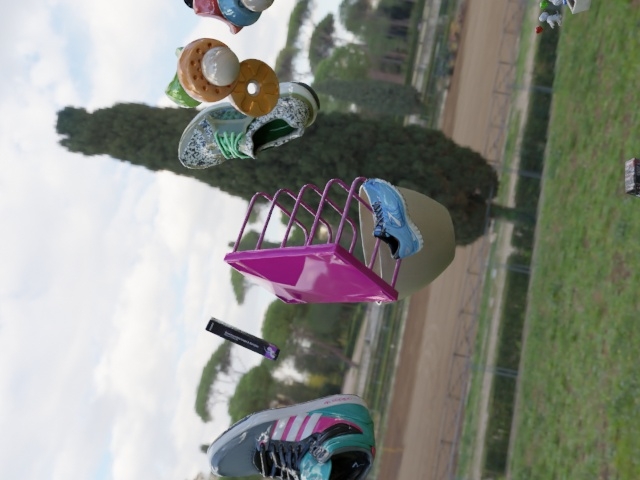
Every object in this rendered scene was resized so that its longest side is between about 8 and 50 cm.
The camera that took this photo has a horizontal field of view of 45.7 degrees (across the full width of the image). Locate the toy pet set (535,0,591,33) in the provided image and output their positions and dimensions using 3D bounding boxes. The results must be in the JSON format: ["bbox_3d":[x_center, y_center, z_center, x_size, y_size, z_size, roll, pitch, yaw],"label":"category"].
[{"bbox_3d":[0.471,-0.482,1.489,0.122,0.114,0.065,75,179,-66],"label":"toy pet set"}]

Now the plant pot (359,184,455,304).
[{"bbox_3d":[0.208,-0.001,1.783,0.284,0.190,0.284,173,90,-86],"label":"plant pot"}]

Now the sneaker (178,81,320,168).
[{"bbox_3d":[-0.200,-0.272,1.954,0.158,0.410,0.182,57,-157,-31],"label":"sneaker"}]

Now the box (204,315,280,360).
[{"bbox_3d":[-0.166,0.206,1.608,0.116,0.162,0.029,165,128,-82],"label":"box"}]

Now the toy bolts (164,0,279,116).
[{"bbox_3d":[-0.122,-0.321,1.243,0.158,0.218,0.229,4,82,55],"label":"toy bolts"}]

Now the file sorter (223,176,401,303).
[{"bbox_3d":[0.000,0.000,1.497,0.202,0.290,0.182,39,-122,-40],"label":"file sorter"}]

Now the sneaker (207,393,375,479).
[{"bbox_3d":[-0.036,0.374,1.271,0.178,0.295,0.124,-121,17,-60],"label":"sneaker"}]

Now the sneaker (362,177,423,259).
[{"bbox_3d":[0.121,-0.038,1.368,0.073,0.162,0.063,-33,4,-26],"label":"sneaker"}]

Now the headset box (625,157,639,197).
[{"bbox_3d":[0.696,-0.137,1.646,0.032,0.062,0.083,144,138,-64],"label":"headset box"}]

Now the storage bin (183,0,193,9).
[{"bbox_3d":[-0.189,-0.531,1.480,0.180,0.122,0.084,114,175,-50],"label":"storage bin"}]
